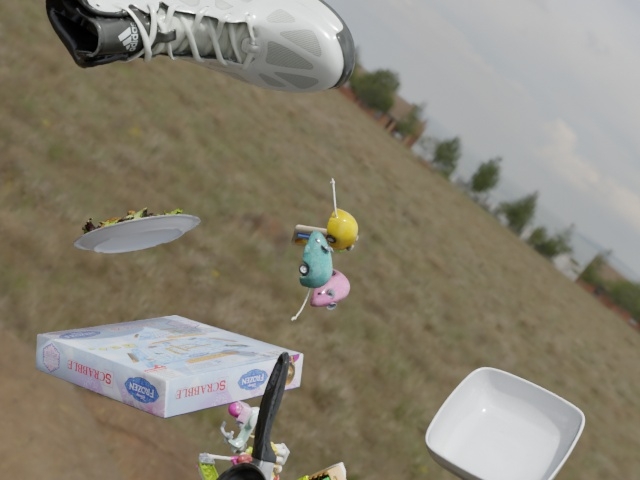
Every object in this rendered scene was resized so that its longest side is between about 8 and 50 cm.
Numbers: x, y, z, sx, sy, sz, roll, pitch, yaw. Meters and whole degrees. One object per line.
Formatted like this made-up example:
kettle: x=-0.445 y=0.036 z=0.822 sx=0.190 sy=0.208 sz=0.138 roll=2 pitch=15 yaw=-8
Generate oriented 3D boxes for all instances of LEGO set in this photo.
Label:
LEGO set: x=-0.083 y=0.324 z=1.521 sx=0.107 sy=0.132 sz=0.287 roll=15 pitch=3 yaw=-32

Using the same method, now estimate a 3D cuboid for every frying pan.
frying pan: x=-0.103 y=0.321 z=1.402 sx=0.053 sy=0.197 sz=0.326 roll=28 pitch=53 yaw=-28

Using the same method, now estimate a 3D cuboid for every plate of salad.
plate of salad: x=-0.287 y=-0.021 z=1.717 sx=0.200 sy=0.200 sz=0.048 roll=14 pitch=63 yaw=-71

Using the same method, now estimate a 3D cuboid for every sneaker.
sneaker: x=-0.191 y=-0.277 z=1.560 sx=0.447 sy=0.169 sz=0.257 roll=21 pitch=36 yaw=18

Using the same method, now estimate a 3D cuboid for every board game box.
board game box: x=-0.251 y=0.203 z=1.846 sx=0.318 sy=0.066 sz=0.318 roll=13 pitch=10 yaw=39

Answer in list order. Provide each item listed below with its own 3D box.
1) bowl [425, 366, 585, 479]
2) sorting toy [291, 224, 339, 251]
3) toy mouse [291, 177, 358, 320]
bowl: x=0.195 y=0.213 z=1.173 sx=0.142 sy=0.142 sz=0.053 roll=25 pitch=-40 yaw=26
sorting toy: x=0.000 y=0.000 z=1.638 sx=0.083 sy=0.012 sz=0.062 roll=9 pitch=-25 yaw=-4
toy mouse: x=0.009 y=0.037 z=1.242 sx=0.031 sy=0.143 sz=0.161 roll=14 pitch=-36 yaw=21
